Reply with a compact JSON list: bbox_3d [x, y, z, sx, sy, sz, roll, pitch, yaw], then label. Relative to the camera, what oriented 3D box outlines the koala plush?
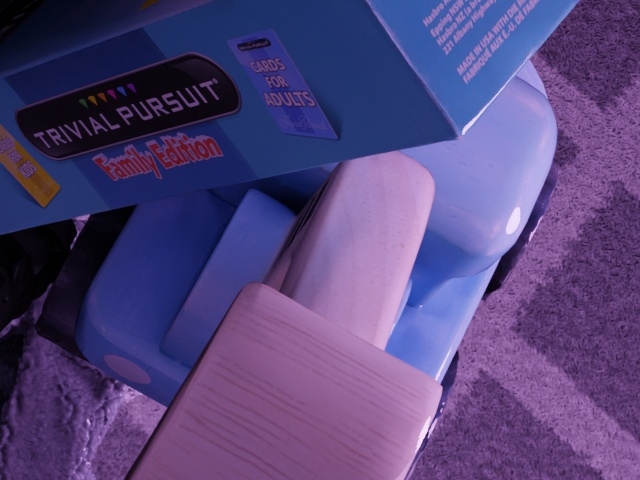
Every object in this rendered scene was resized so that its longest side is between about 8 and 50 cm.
[{"bbox_3d":[-0.200,0.077,1.320,0.203,0.196,0.221,-58,177,1],"label":"koala plush"}]

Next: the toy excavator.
[{"bbox_3d":[0.000,0.000,0.873,0.433,0.222,0.445,-62,-178,-26],"label":"toy excavator"}]

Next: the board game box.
[{"bbox_3d":[-0.004,-0.126,0.759,0.336,0.079,0.254,-9,-146,53],"label":"board game box"}]

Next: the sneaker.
[{"bbox_3d":[-0.195,0.013,0.957,0.147,0.104,0.296,-50,-173,-14],"label":"sneaker"}]
